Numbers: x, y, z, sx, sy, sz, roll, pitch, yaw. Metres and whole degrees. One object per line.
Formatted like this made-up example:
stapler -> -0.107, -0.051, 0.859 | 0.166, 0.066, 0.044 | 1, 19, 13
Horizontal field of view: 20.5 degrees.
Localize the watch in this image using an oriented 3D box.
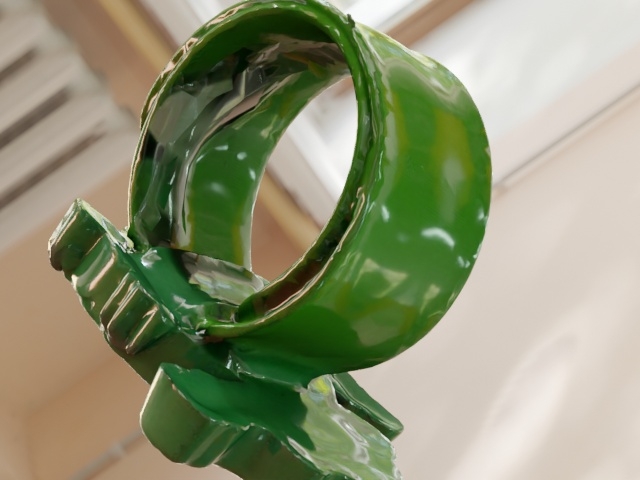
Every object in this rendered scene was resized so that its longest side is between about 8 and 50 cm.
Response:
watch -> 0.000, 0.000, 0.650 | 0.131, 0.152, 0.165 | 24, 17, -44
